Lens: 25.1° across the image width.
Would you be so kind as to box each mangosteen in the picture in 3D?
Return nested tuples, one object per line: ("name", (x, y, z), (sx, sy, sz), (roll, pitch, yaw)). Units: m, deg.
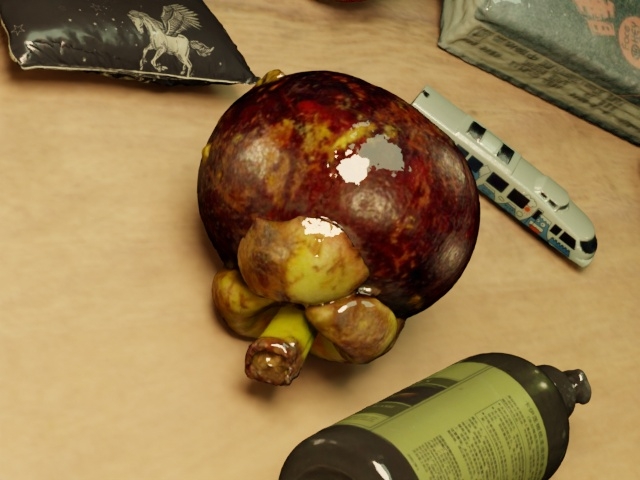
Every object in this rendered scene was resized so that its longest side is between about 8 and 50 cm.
("mangosteen", (0.000, 0.000, 0.947), (0.192, 0.192, 0.217), (31, 69, -14))

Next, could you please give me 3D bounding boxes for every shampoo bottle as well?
("shampoo bottle", (0.093, 0.133, 0.935), (0.284, 0.101, 0.101), (-19, 66, -50))

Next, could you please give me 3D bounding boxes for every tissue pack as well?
("tissue pack", (0.276, -0.241, 1.439), (0.316, 0.103, 0.228), (23, 60, -24))

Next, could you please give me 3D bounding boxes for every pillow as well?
("pillow", (-0.151, -0.163, 1.056), (0.208, 0.055, 0.141), (4, 44, -41))

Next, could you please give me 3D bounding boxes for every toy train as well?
("toy train", (0.159, -0.053, 1.236), (0.207, 0.047, 0.043), (38, 37, -2))

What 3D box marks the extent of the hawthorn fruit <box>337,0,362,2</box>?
("hawthorn fruit", (0.015, -0.356, 1.262), (0.210, 0.230, 0.266), (-4, 53, -52))
